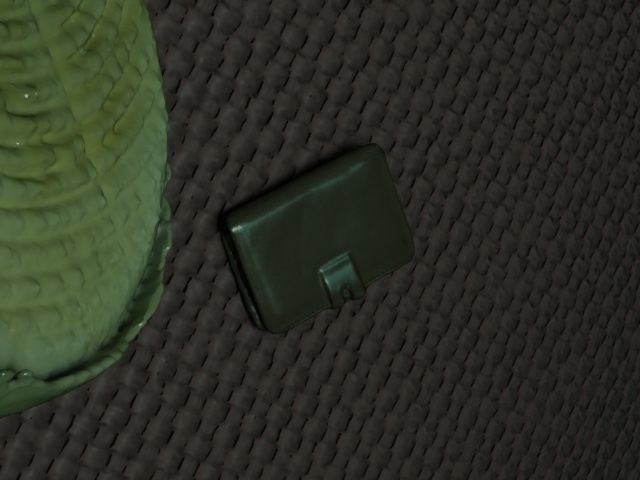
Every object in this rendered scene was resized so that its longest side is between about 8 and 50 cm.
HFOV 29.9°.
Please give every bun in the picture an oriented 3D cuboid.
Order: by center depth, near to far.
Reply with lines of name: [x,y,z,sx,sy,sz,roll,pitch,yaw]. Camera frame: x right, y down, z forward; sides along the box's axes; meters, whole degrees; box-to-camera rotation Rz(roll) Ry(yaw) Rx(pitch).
bun: [-0.237,-0.076,0.660,0.364,0.202,0.364,-12,90,-67]

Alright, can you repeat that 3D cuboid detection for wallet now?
wallet: [0.000,0.000,0.961,0.152,0.039,0.118,-27,110,-24]
